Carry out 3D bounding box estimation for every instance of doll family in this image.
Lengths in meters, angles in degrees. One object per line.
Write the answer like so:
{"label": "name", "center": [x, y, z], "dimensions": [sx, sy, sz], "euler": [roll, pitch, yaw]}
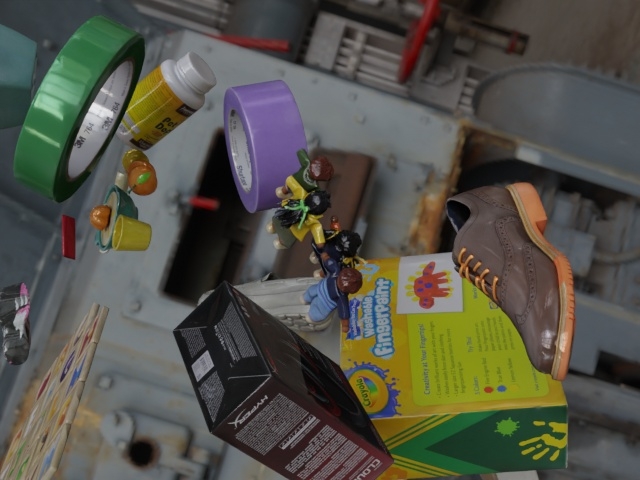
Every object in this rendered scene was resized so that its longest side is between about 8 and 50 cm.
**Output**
{"label": "doll family", "center": [0.000, 0.000, 1.003], "dimensions": [0.076, 0.193, 0.111], "euler": [-24, -7, -34]}

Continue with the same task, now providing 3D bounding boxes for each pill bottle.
{"label": "pill bottle", "center": [-0.315, -0.282, 1.959], "dimensions": [0.215, 0.117, 0.117], "euler": [-35, 17, 19]}

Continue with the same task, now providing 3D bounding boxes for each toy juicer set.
{"label": "toy juicer set", "center": [-0.410, -0.080, 1.947], "dimensions": [0.329, 0.089, 0.209], "euler": [-2, 79, 65]}

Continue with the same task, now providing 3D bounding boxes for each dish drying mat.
{"label": "dish drying mat", "center": [-0.473, -0.006, 1.828], "dimensions": [0.032, 0.008, 0.083], "euler": [28, -129, -56]}

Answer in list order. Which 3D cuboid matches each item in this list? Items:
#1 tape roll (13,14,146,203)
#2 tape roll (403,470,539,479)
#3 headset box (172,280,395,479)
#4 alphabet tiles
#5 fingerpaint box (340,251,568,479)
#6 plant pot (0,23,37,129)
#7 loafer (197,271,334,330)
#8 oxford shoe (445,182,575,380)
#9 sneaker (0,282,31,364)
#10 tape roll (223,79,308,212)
{"label": "tape roll", "center": [-0.404, -0.221, 1.653], "dimensions": [0.321, 0.077, 0.321], "euler": [-62, 2, 3]}
{"label": "tape roll", "center": [0.261, 0.524, 1.998], "dimensions": [0.072, 0.392, 0.392], "euler": [113, 174, -63]}
{"label": "headset box", "center": [-0.042, 0.217, 1.319], "dimensions": [0.110, 0.293, 0.218], "euler": [-44, 36, 8]}
{"label": "alphabet tiles", "center": [-0.323, 0.237, 1.091], "dimensions": [0.285, 0.011, 0.342], "euler": [-51, 21, 34]}
{"label": "fingerpaint box", "center": [0.223, 0.213, 1.762], "dimensions": [0.445, 0.371, 0.163], "euler": [-88, -9, -56]}
{"label": "plant pot", "center": [-0.606, -0.284, 1.654], "dimensions": [0.165, 0.234, 0.165], "euler": [119, 152, -54]}
{"label": "loafer", "center": [-0.109, 0.124, 2.031], "dimensions": [0.112, 0.319, 0.111], "euler": [55, -137, -48]}
{"label": "oxford shoe", "center": [0.242, 0.051, 1.272], "dimensions": [0.363, 0.133, 0.130], "euler": [-95, 5, -58]}
{"label": "sneaker", "center": [-0.661, 0.182, 2.109], "dimensions": [0.077, 0.072, 0.178], "euler": [138, 132, -76]}
{"label": "tape roll", "center": [-0.083, -0.140, 1.448], "dimensions": [0.189, 0.080, 0.189], "euler": [168, 90, -74]}
